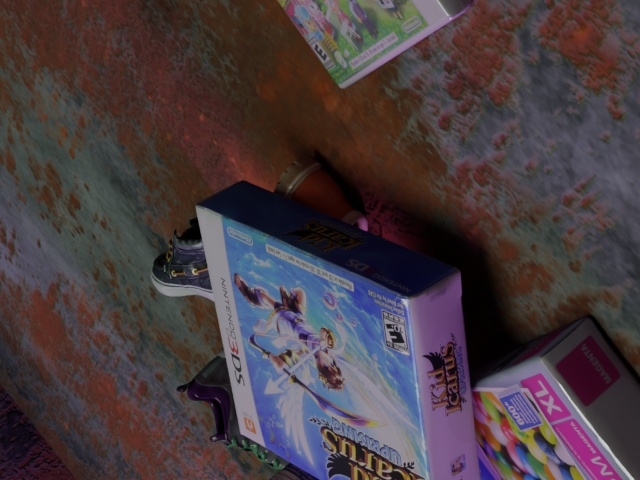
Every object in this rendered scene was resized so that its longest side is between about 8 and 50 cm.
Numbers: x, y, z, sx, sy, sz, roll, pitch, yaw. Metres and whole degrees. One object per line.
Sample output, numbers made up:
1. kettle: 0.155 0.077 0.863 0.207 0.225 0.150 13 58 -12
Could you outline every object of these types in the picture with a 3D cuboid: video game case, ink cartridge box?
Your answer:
1. video game case: 0.015 0.100 1.427 0.269 0.061 0.244 23 133 45
2. video game case: 0.001 -0.209 1.184 0.193 0.023 0.212 54 160 -5
3. ink cartridge box: 0.190 0.175 1.368 0.186 0.065 0.311 53 162 1

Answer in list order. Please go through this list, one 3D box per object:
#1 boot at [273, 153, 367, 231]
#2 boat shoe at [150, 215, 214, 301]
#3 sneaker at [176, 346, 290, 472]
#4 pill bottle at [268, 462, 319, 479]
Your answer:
1. boot: 0.000 0.000 1.495 0.085 0.059 0.158 41 156 18
2. boat shoe: -0.136 0.012 1.813 0.183 0.065 0.083 7 129 55
3. sneaker: -0.070 0.232 1.973 0.223 0.098 0.083 52 160 2
4. pill bottle: -0.017 0.298 1.839 0.112 0.187 0.112 44 159 22
